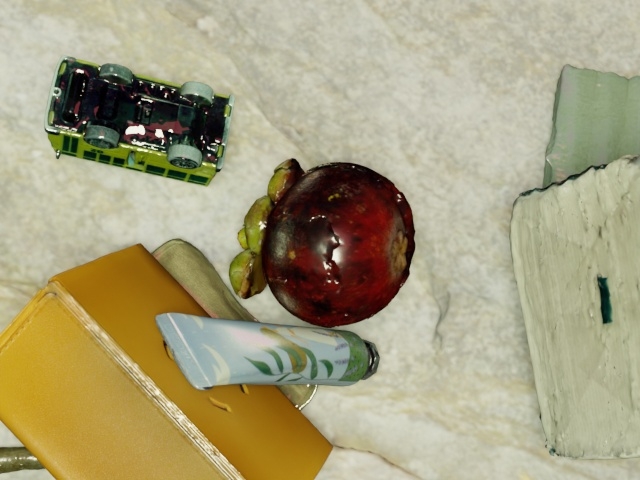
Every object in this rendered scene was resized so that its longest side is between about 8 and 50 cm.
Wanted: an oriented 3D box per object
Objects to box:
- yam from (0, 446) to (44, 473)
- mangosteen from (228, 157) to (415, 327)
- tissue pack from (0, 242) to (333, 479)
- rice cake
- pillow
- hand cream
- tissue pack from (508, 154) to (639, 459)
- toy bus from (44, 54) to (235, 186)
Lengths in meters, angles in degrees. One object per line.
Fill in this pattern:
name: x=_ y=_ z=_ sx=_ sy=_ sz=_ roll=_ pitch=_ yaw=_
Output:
yam: x=-0.309 y=0.211 z=1.024 sx=0.129 sy=0.027 sz=0.033 roll=-2 pitch=46 yaw=-8
mangosteen: x=0.000 y=0.000 z=1.064 sx=0.180 sy=0.166 sz=0.166 roll=10 pitch=75 yaw=19
tissue pack: x=-0.147 y=0.158 z=0.966 sx=0.274 sy=0.194 sz=0.145 roll=46 pitch=103 yaw=4
rice cake: x=0.299 y=-0.071 z=1.180 sx=0.127 sy=0.043 sz=0.237 roll=9 pitch=76 yaw=-7
pillow: x=-0.112 y=0.108 z=1.077 sx=0.217 sy=0.033 sz=0.130 roll=45 pitch=81 yaw=3
hand cream: x=-0.039 y=0.109 z=1.005 sx=0.256 sy=0.055 sz=0.088 roll=9 pitch=39 yaw=-47
tissue pack: x=0.423 y=0.056 z=1.036 sx=0.417 sy=0.253 sz=0.264 roll=-2 pitch=79 yaw=-20
toy bus: x=-0.182 y=-0.115 z=1.082 sx=0.175 sy=0.101 sz=0.088 roll=12 pitch=76 yaw=-11
